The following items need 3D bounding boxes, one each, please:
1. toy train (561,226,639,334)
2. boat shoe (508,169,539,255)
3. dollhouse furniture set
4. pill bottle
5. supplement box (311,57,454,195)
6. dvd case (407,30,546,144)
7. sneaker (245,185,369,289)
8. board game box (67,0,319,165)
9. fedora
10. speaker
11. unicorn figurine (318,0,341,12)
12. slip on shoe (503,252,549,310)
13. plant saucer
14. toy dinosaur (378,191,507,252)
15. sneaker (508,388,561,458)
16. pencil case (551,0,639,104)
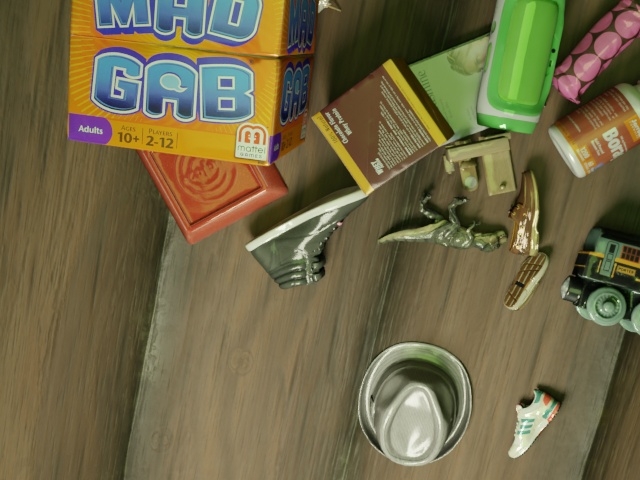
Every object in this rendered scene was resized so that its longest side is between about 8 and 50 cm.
[{"bbox_3d":[0.654,0.095,1.605,0.334,0.142,0.190,15,92,5],"label":"toy train"},{"bbox_3d":[0.411,-0.054,1.644,0.060,0.064,0.177,-1,103,8],"label":"boat shoe"},{"bbox_3d":[0.319,-0.137,1.589,0.144,0.151,0.123,-12,99,2],"label":"dollhouse furniture set"},{"bbox_3d":[0.562,-0.224,1.562,0.216,0.121,0.121,-32,94,13],"label":"pill bottle"},{"bbox_3d":[0.126,-0.227,1.607,0.194,0.129,0.191,-34,92,21],"label":"supplement box"},{"bbox_3d":[0.304,-0.309,1.635,0.253,0.022,0.180,-20,97,12],"label":"dvd case"},{"bbox_3d":[0.000,0.000,1.700,0.296,0.104,0.146,-29,97,18],"label":"sneaker"},{"bbox_3d":[-0.212,-0.354,1.476,0.357,0.356,0.356,8,105,6],"label":"board game box"},{"bbox_3d":[0.198,0.365,1.721,0.244,0.124,0.275,16,102,5],"label":"fedora"},{"bbox_3d":[0.380,-0.358,1.540,0.131,0.131,0.296,11,101,6],"label":"speaker"},{"bbox_3d":[-0.054,-0.493,1.635,0.111,0.060,0.162,-36,96,17],"label":"unicorn figurine"},{"bbox_3d":[0.433,0.088,1.681,0.041,0.051,0.135,25,97,-37],"label":"slip on shoe"},{"bbox_3d":[-0.241,-0.154,1.731,0.259,0.048,0.259,-27,95,12],"label":"plant saucer"},{"bbox_3d":[0.251,-0.036,1.676,0.268,0.064,0.118,3,107,11],"label":"toy dinosaur"},{"bbox_3d":[0.439,0.388,1.733,0.075,0.057,0.161,39,105,17],"label":"sneaker"},{"bbox_3d":[0.537,-0.361,1.559,0.209,0.098,0.095,-46,47,13],"label":"pencil case"}]
